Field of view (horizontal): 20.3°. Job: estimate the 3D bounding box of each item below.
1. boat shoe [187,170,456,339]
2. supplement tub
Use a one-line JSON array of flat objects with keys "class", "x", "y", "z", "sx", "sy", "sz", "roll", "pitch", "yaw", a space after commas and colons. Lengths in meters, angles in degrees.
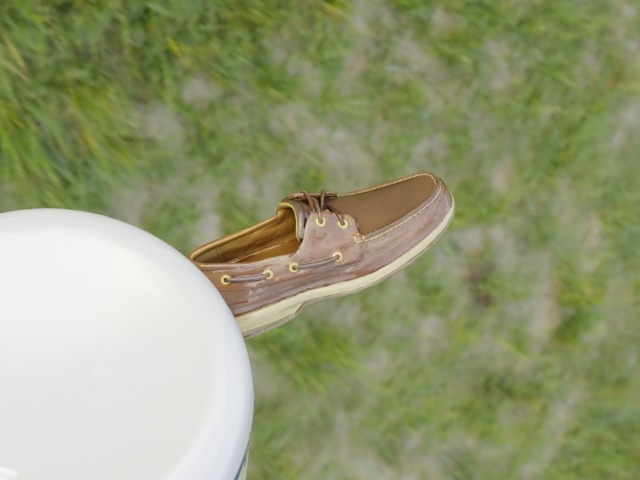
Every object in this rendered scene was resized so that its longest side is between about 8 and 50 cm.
[{"class": "boat shoe", "x": 0.000, "y": 0.000, "z": 1.106, "sx": 0.178, "sy": 0.064, "sz": 0.060, "roll": -25, "pitch": 122, "yaw": -5}, {"class": "supplement tub", "x": -0.163, "y": 0.156, "z": 1.098, "sx": 0.235, "sy": 0.235, "sz": 0.325, "roll": -30, "pitch": 154, "yaw": -21}]
